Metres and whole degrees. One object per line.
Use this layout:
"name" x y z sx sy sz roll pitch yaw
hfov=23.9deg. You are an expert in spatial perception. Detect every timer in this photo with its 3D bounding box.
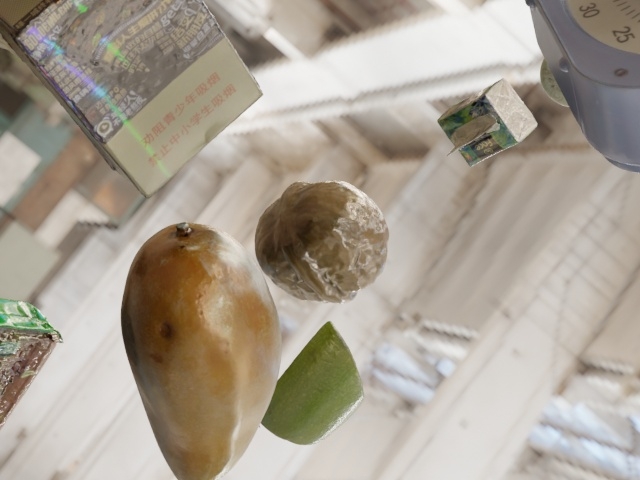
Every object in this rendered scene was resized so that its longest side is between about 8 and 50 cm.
"timer" 0.430 -0.271 1.677 0.394 0.173 0.395 -13 -140 11

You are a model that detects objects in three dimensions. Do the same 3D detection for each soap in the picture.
"soap" -0.509 0.210 2.126 0.218 0.098 0.273 12 117 -56

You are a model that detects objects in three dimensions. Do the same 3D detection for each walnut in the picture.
"walnut" 0.000 -0.002 2.800 0.248 0.248 0.248 -46 -165 16

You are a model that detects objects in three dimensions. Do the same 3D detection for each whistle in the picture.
"whistle" 0.456 -0.354 2.791 0.126 0.258 0.067 -10 -155 26

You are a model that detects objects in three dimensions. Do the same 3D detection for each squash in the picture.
"squash" 0.031 0.240 2.571 0.203 0.111 0.289 -14 151 -46

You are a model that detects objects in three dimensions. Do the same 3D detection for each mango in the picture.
"mango" -0.151 0.149 1.928 0.198 0.384 0.221 -13 -150 -22

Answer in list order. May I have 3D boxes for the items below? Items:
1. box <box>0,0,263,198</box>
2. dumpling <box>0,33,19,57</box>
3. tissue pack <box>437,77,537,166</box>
"box" -0.215 -0.211 1.715 0.198 0.310 0.084 -43 -131 -7
"dumpling" -0.392 -0.359 1.813 0.243 0.318 0.187 -46 168 -13
"tissue pack" 0.220 -0.154 2.055 0.079 0.085 0.111 -43 -170 -35
